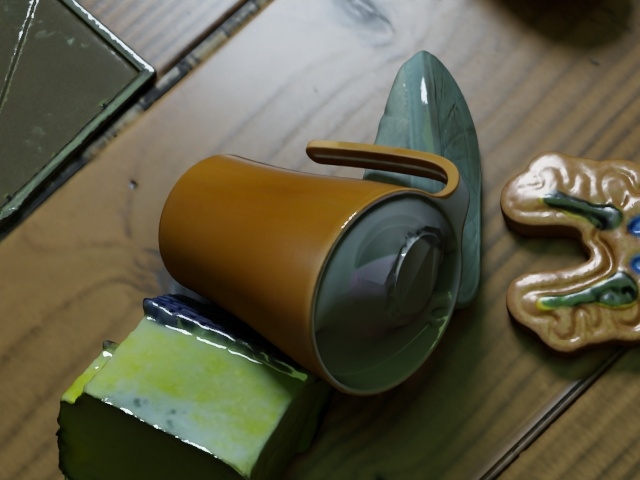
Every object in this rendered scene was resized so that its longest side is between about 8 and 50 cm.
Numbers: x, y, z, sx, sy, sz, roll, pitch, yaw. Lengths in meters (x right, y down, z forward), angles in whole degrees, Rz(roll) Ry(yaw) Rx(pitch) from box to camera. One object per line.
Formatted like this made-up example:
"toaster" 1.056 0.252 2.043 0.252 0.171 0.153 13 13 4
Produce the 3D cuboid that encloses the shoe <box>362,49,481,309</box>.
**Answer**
"shoe" 0.089 -0.050 1.631 0.100 0.103 0.251 -16 66 30

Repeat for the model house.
"model house" -0.104 0.150 1.575 0.194 0.170 0.211 22 47 16

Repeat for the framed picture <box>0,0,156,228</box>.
"framed picture" -0.327 -0.132 1.714 0.209 0.019 0.281 43 80 14

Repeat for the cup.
"cup" 0.000 0.000 1.541 0.264 0.182 0.226 22 64 42

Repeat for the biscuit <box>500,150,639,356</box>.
"biscuit" 0.333 0.010 1.619 0.334 0.047 0.202 1 73 3
